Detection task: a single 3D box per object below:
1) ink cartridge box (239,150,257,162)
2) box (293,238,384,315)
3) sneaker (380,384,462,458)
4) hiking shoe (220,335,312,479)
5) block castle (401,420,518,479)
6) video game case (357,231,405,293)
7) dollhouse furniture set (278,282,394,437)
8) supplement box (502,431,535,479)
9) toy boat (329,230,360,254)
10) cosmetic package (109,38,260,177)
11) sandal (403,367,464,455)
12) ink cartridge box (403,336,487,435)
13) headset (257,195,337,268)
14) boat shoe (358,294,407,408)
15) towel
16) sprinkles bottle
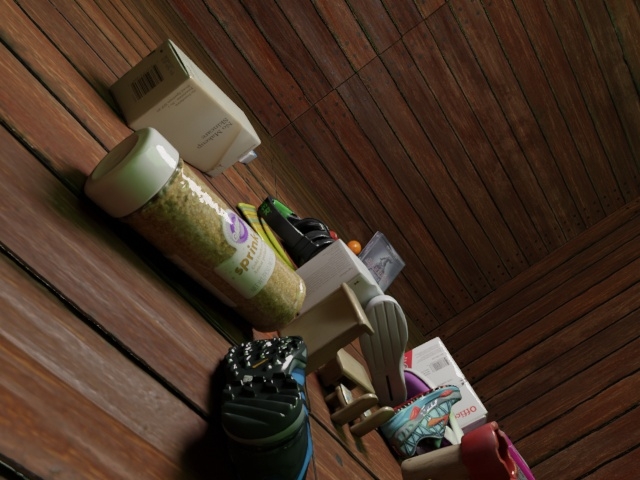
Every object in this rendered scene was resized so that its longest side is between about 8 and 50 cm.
[{"bbox_3d":[-0.284,-0.331,1.565,0.123,0.052,0.088,56,8,0],"label":"ink cartridge box"},{"bbox_3d":[0.037,0.123,1.119,0.181,0.181,0.119,44,11,-53],"label":"box"},{"bbox_3d":[0.257,0.444,1.102,0.261,0.104,0.125,-13,69,-33],"label":"sneaker"},{"bbox_3d":[-0.068,0.209,0.563,0.304,0.113,0.132,-99,-176,-85],"label":"hiking shoe"},{"bbox_3d":[0.288,0.508,0.581,0.454,0.212,0.303,59,22,-11],"label":"block castle"},{"bbox_3d":[0.128,0.130,1.317,0.026,0.274,0.196,34,-8,42],"label":"video game case"},{"bbox_3d":[0.057,0.223,0.895,0.242,0.161,0.212,48,11,-40],"label":"dollhouse furniture set"},{"bbox_3d":[0.451,0.645,1.232,0.114,0.220,0.111,56,8,10],"label":"supplement box"},{"bbox_3d":[0.094,0.055,1.812,0.231,0.151,0.151,58,9,24],"label":"toy boat"},{"bbox_3d":[-0.277,-0.268,0.986,0.113,0.160,0.309,59,10,20],"label":"cosmetic package"},{"bbox_3d":[0.288,0.516,1.184,0.102,0.169,0.416,7,36,-33],"label":"sandal"},{"bbox_3d":[0.350,0.471,1.385,0.114,0.196,0.273,67,-3,-48],"label":"ink cartridge box"},{"bbox_3d":[0.000,0.000,1.296,0.394,0.185,0.243,42,7,-23],"label":"headset"},{"bbox_3d":[0.157,0.276,1.168,0.119,0.120,0.336,-101,-175,-66],"label":"boat shoe"},{"bbox_3d":[-0.138,0.005,1.174,0.237,0.021,0.102,56,12,9],"label":"towel"},{"bbox_3d":[-0.164,0.002,0.671,0.355,0.121,0.121,49,10,-37],"label":"sprinkles bottle"}]
